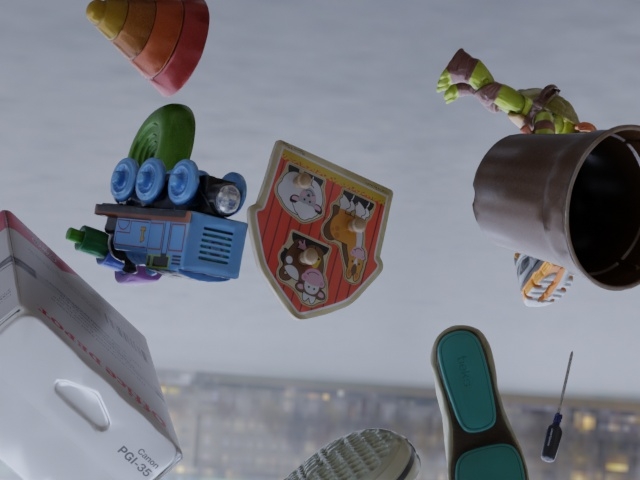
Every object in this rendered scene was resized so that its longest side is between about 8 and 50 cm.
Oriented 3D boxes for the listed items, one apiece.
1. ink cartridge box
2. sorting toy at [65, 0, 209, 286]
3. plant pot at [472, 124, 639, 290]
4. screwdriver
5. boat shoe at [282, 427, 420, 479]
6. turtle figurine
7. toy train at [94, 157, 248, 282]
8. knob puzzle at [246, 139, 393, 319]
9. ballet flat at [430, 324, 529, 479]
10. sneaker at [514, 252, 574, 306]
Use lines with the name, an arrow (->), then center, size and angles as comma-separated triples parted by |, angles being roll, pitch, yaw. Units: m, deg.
ink cartridge box -> -0.251, 0.113, 1.425 | 0.207, 0.117, 0.283 | 47, -177, -22
sorting toy -> -0.215, -0.128, 1.690 | 0.126, 0.365, 0.127 | 21, 149, -28
plant pot -> 0.254, -0.043, 1.601 | 0.167, 0.167, 0.165 | 8, -177, -37
screwdriver -> 0.331, 0.225, 2.129 | 0.024, 0.170, 0.025 | 33, 153, -24
boat shoe -> -0.032, 0.331, 1.450 | 0.187, 0.156, 0.500 | -43, 175, -46
turtle figurine -> 0.248, -0.151, 1.849 | 0.217, 0.087, 0.269 | 31, -166, 13
toy train -> -0.138, -0.018, 1.415 | 0.080, 0.105, 0.184 | 15, 174, -39
knob puzzle -> 0.000, 0.000, 1.812 | 0.213, 0.213, 0.030 | 7, 170, -33
ballet flat -> 0.164, 0.211, 1.610 | 0.086, 0.248, 0.086 | -6, 165, -2
sneaker -> 0.325, -0.004, 2.105 | 0.084, 0.083, 0.215 | 7, 135, -33
